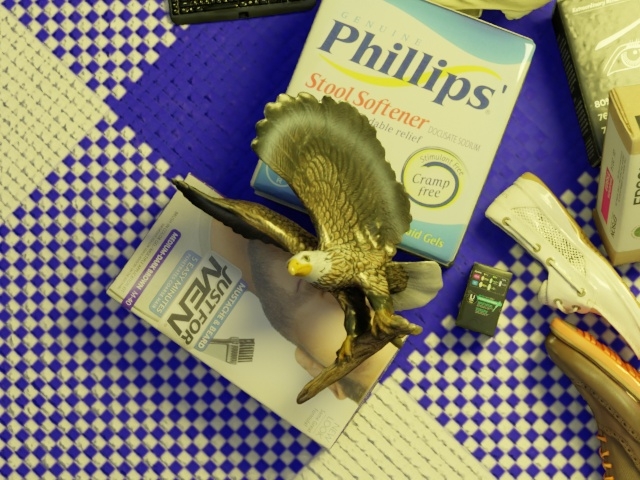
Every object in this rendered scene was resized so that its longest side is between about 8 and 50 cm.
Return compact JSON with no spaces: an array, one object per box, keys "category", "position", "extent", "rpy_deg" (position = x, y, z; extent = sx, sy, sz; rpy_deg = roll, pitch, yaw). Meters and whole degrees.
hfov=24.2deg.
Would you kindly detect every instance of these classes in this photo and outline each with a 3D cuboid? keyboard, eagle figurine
[{"category":"keyboard","position":[-0.104,-0.336,1.913],"extent":[0.192,0.038,0.100],"rpy_deg":[-7,86,3]},{"category":"eagle figurine","position":[-0.002,-0.001,1.695],"extent":[0.226,0.225,0.298],"rpy_deg":[-29,80,-8]}]

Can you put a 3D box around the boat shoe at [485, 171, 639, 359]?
[{"category":"boat shoe","position":[0.308,0.048,1.836],"extent":[0.096,0.098,0.277],"rpy_deg":[-38,76,2]}]

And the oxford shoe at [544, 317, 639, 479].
[{"category":"oxford shoe","position":[0.380,0.253,1.803],"extent":[0.132,0.130,0.364],"rpy_deg":[-42,84,9]}]

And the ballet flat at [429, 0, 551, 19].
[{"category":"ballet flat","position":[0.210,-0.311,1.844],"extent":[0.248,0.086,0.086],"rpy_deg":[4,87,23]}]

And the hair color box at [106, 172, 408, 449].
[{"category":"hair color box","position":[-0.073,0.087,1.854],"extent":[0.339,0.110,0.185],"rpy_deg":[34,89,4]}]

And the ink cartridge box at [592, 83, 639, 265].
[{"category":"ink cartridge box","position":[0.433,-0.084,1.751],"extent":[0.193,0.235,0.088],"rpy_deg":[-10,52,-3]}]

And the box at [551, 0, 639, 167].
[{"category":"box","position":[0.384,-0.210,1.834],"extent":[0.153,0.108,0.207],"rpy_deg":[-14,86,4]}]

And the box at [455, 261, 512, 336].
[{"category":"box","position":[0.203,0.073,1.854],"extent":[0.052,0.062,0.083],"rpy_deg":[17,88,6]}]

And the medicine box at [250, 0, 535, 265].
[{"category":"medicine box","position":[0.090,-0.145,1.832],"extent":[0.263,0.149,0.289],"rpy_deg":[21,89,5]}]
